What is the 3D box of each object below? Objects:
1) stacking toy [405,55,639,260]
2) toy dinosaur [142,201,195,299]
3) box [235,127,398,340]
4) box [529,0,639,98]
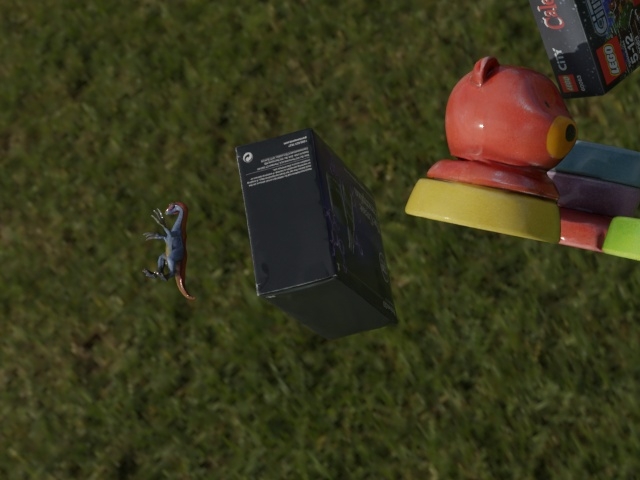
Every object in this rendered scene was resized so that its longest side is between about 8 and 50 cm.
[{"bbox_3d":[0.245,-0.052,1.106,0.280,0.309,0.130,12,92,25],"label":"stacking toy"},{"bbox_3d":[-0.151,0.004,1.417,0.047,0.090,0.082,-6,48,58],"label":"toy dinosaur"},{"bbox_3d":[0.000,0.000,1.651,0.103,0.261,0.184,-12,72,15],"label":"box"},{"bbox_3d":[0.217,-0.252,1.101,0.044,0.233,0.159,-1,29,47],"label":"box"}]
